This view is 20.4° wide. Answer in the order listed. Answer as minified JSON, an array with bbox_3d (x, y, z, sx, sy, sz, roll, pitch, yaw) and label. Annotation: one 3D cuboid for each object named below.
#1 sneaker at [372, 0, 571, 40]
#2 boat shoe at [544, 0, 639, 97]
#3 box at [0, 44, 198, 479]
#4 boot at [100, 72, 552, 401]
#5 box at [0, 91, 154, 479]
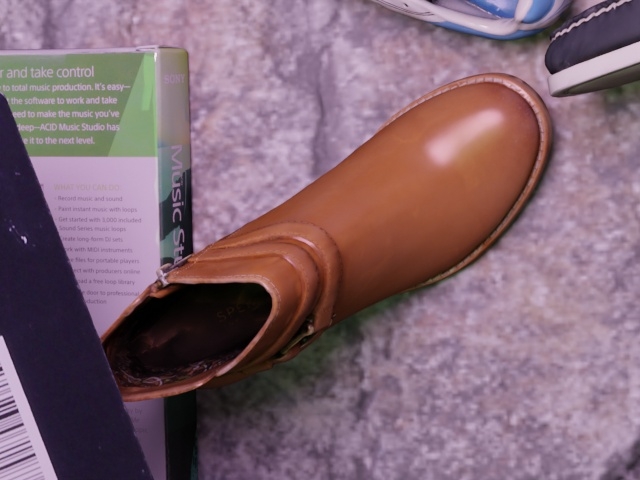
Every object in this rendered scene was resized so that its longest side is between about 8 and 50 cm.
[{"bbox_3d":[0.041,-0.183,1.095,0.237,0.086,0.085,17,103,17],"label":"sneaker"},{"bbox_3d":[0.269,-0.190,0.997,0.340,0.127,0.113,-25,87,18],"label":"boat shoe"},{"bbox_3d":[-0.201,0.029,1.215,0.232,0.058,0.322,2,98,18],"label":"box"},{"bbox_3d":[0.000,0.000,1.056,0.283,0.220,0.109,-29,86,19],"label":"boot"},{"bbox_3d":[-0.257,0.128,1.046,0.312,0.179,0.343,-21,90,55],"label":"box"}]
